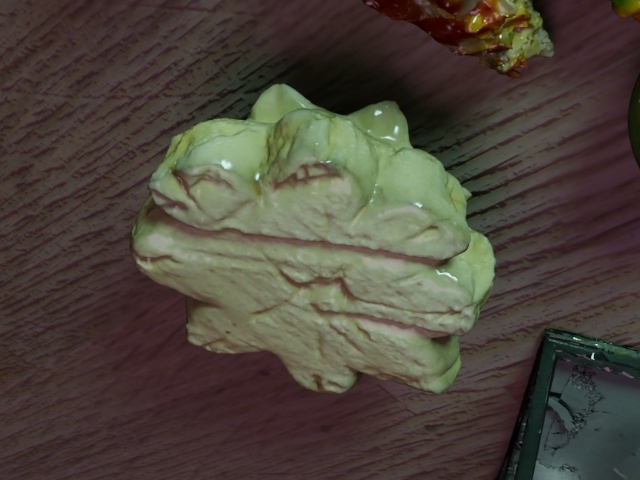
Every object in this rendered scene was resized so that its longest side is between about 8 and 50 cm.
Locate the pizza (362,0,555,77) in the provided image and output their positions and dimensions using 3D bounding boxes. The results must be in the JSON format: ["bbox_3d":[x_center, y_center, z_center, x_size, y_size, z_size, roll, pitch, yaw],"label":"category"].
[{"bbox_3d":[0.073,-0.149,0.680,0.199,0.062,0.188,30,180,-32],"label":"pizza"}]

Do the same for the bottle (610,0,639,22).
[{"bbox_3d":[0.134,-0.187,0.643,0.187,0.069,0.069,33,139,-15],"label":"bottle"}]

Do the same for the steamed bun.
[{"bbox_3d":[0.000,0.000,0.861,0.295,0.137,0.292,30,139,-18],"label":"steamed bun"}]

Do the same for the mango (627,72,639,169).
[{"bbox_3d":[0.261,-0.085,0.688,0.130,0.091,0.194,14,148,7],"label":"mango"}]

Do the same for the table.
[{"bbox_3d":[0.247,0.303,0.972,0.222,0.272,0.335,14,139,9],"label":"table"}]
